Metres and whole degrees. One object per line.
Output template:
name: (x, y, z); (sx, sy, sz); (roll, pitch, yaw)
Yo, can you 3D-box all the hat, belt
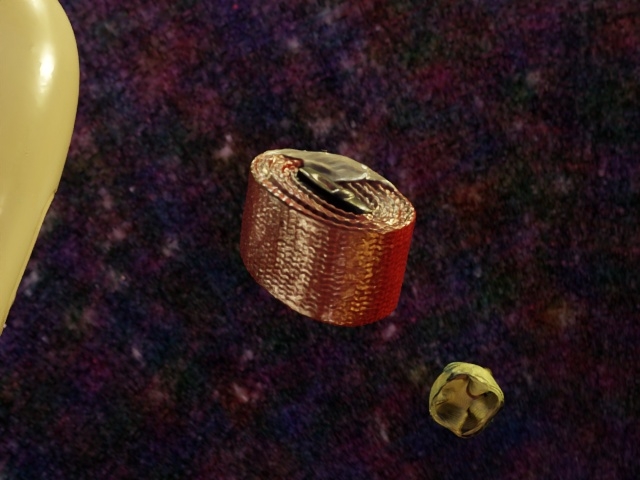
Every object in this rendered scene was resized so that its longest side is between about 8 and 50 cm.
hat: (0.164, 0.174, 1.028); (0.077, 0.076, 0.059); (-54, 12, 26)
belt: (0.000, 0.000, 0.848); (0.128, 0.124, 0.201); (-7, 29, -30)

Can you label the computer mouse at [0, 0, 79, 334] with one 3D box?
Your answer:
computer mouse: (-0.180, -0.018, 0.341); (0.145, 0.082, 0.237); (22, 73, -14)
